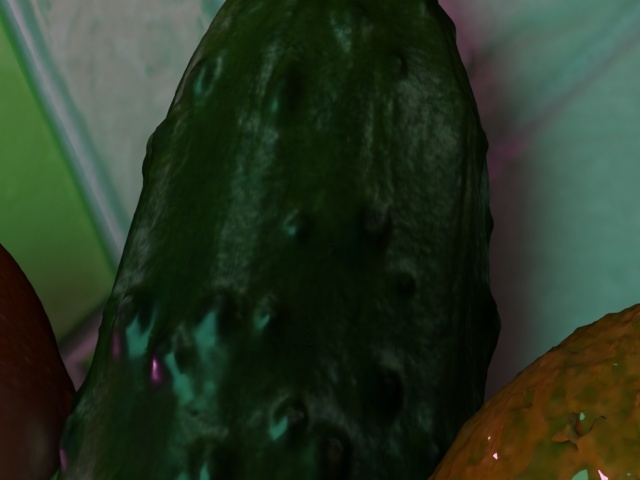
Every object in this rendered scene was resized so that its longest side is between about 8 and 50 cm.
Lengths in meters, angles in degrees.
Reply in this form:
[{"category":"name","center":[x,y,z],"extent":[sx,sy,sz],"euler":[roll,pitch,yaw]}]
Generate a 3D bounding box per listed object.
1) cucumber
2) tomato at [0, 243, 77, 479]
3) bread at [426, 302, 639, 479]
[{"category":"cucumber","center":[-0.002,-0.001,0.580],"extent":[0.134,0.134,0.244],"euler":[-4,66,37]},{"category":"tomato","center":[-0.147,0.099,0.655],"extent":[0.237,0.095,0.237],"euler":[-4,84,53]},{"category":"bread","center":[0.116,0.119,0.433],"extent":[0.240,0.139,0.240],"euler":[-12,71,35]}]
